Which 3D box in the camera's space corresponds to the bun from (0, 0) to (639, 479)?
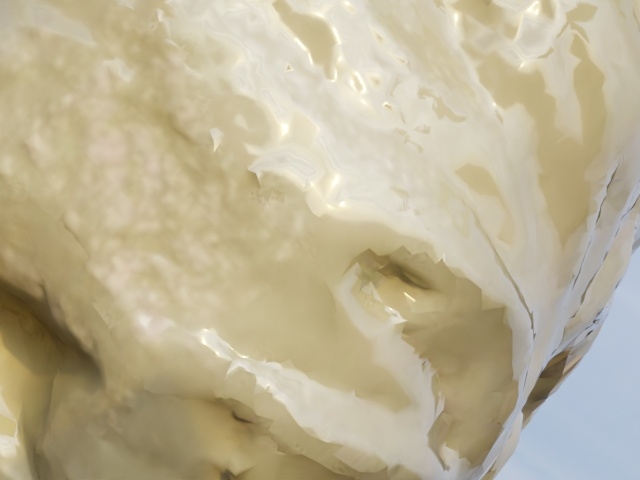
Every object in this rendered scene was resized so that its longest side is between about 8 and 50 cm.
[{"bbox_3d":[0.000,0.000,0.668,0.211,0.359,0.360,45,-16,18],"label":"bun"}]
